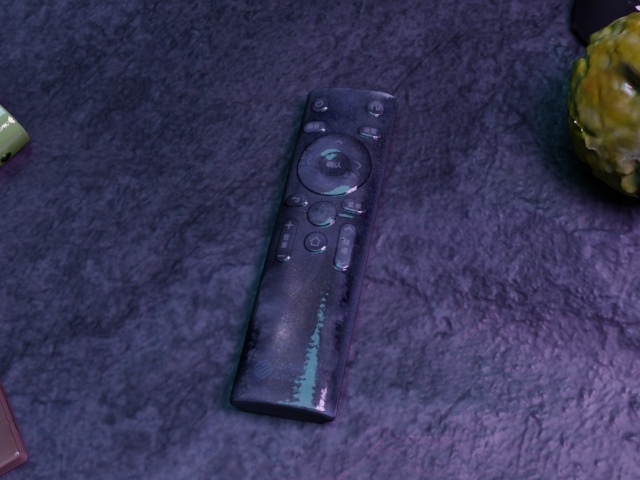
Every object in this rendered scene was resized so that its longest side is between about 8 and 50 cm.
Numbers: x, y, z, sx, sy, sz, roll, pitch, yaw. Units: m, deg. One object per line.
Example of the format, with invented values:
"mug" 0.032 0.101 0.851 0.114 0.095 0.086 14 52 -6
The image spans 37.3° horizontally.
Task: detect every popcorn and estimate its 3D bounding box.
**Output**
"popcorn" 0.349 -0.126 0.948 0.212 0.198 0.198 19 62 -11

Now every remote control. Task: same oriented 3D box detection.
"remote control" 0.000 0.000 0.988 0.107 0.044 0.378 9 63 9

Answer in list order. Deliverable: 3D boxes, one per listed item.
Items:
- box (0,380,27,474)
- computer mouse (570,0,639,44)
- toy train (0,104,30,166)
"box" -0.330 0.179 0.943 0.048 0.025 0.115 -31 61 -4
"computer mouse" 0.385 -0.331 1.101 0.147 0.088 0.264 15 61 13
"toy train" -0.450 -0.090 1.077 0.157 0.105 0.253 40 74 12
